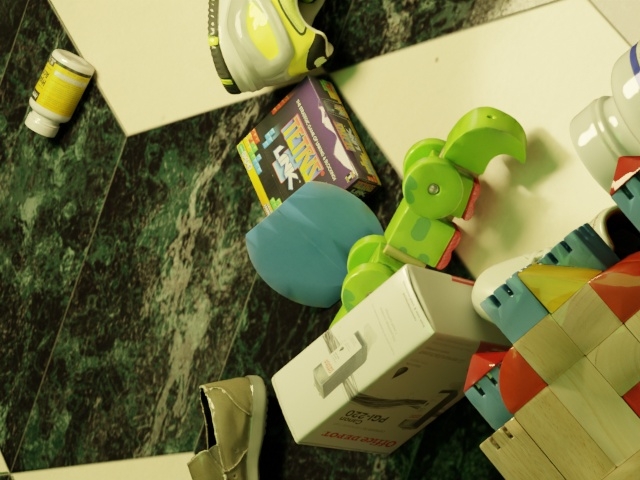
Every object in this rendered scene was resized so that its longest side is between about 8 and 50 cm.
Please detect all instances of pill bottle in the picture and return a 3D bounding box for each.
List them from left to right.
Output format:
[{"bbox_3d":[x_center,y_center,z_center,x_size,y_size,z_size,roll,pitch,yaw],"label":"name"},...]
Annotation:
[{"bbox_3d":[-0.373,-0.207,2.341,0.065,0.065,0.116,40,107,42],"label":"pill bottle"},{"bbox_3d":[0.373,-0.150,1.558,0.272,0.152,0.152,-40,55,30],"label":"pill bottle"}]

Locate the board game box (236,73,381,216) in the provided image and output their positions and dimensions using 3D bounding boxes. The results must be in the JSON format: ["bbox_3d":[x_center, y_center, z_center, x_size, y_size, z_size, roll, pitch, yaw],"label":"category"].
[{"bbox_3d":[-0.017,-0.090,1.985,0.141,0.048,0.170,-45,53,28],"label":"board game box"}]

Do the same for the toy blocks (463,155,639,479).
[{"bbox_3d":[0.265,0.103,1.499,0.261,0.191,0.381,50,118,10],"label":"toy blocks"}]

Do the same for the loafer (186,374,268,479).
[{"bbox_3d":[-0.118,0.279,1.939,0.094,0.087,0.251,134,142,-65],"label":"loafer"}]

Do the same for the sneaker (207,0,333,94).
[{"bbox_3d":[-0.054,-0.360,2.058,0.147,0.145,0.384,-5,70,10],"label":"sneaker"}]

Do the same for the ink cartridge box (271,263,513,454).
[{"bbox_3d":[0.080,0.132,1.757,0.218,0.159,0.092,-40,55,30],"label":"ink cartridge box"}]

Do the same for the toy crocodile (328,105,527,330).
[{"bbox_3d":[0.106,-0.001,1.814,0.340,0.105,0.115,-60,6,15],"label":"toy crocodile"}]

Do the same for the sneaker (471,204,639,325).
[{"bbox_3d":[0.265,0.014,1.622,0.290,0.123,0.106,-8,39,36],"label":"sneaker"}]

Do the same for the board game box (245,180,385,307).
[{"bbox_3d":[0.000,0.000,1.921,0.169,0.133,0.033,-40,14,30],"label":"board game box"}]
